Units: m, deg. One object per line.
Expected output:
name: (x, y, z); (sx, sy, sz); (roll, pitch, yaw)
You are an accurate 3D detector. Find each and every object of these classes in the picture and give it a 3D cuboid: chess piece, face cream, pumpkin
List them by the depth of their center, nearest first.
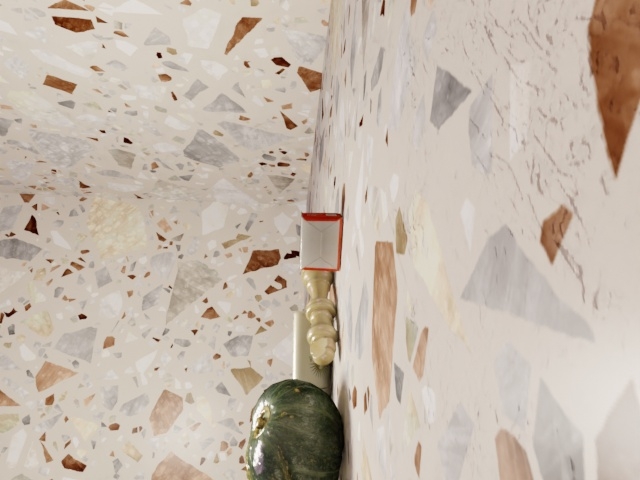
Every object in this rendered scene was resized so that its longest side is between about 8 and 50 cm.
pumpkin: (-0.075, 0.557, 1.307); (0.291, 0.257, 0.327); (-38, 28, 54)
chess piece: (0.001, 0.237, 1.577); (0.397, 0.117, 0.117); (-96, 9, -50)
face cream: (-0.030, 0.422, 1.651); (0.081, 0.173, 0.348); (-11, 72, 41)

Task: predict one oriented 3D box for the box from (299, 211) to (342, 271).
box: (0.000, 0.000, 1.528); (0.099, 0.133, 0.182); (-108, 19, -76)
